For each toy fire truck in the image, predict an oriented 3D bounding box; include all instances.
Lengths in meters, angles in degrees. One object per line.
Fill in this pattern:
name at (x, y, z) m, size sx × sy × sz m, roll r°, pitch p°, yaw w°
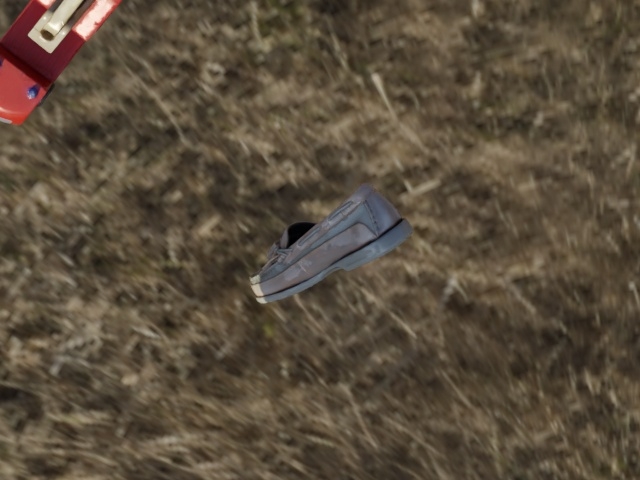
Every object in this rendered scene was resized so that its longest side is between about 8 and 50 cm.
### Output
toy fire truck at (-0.146, -0.147, 1.068) m, size 0.047 × 0.135 × 0.192 m, roll 38°, pitch 97°, yaw -10°

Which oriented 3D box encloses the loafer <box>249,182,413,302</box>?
loafer at (0.000, 0.000, 0.987) m, size 0.045 × 0.125 × 0.039 m, roll -39°, pitch 100°, yaw -42°
